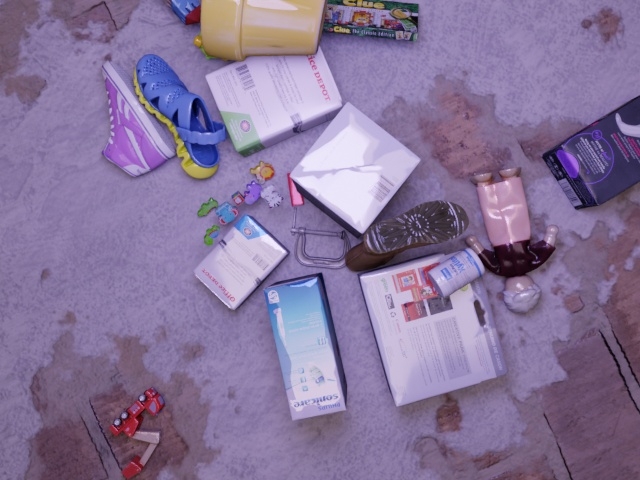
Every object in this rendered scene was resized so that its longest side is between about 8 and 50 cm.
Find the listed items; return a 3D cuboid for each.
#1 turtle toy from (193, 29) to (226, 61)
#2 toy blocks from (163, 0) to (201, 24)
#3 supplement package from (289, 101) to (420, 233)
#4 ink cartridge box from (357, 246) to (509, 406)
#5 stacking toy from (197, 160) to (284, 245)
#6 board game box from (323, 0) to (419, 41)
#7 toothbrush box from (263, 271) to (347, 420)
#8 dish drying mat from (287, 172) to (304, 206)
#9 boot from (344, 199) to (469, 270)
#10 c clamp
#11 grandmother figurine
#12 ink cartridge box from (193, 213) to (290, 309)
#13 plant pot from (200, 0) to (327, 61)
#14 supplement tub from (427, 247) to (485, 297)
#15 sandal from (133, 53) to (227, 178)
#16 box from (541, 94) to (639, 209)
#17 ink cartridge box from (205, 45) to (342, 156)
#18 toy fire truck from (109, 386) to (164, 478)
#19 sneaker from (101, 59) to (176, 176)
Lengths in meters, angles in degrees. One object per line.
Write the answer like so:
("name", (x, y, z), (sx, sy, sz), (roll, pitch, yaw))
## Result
("turtle toy", (-0.252, -0.501, 1.491), (0.095, 0.066, 0.130), (25, 89, -22))
("toy blocks", (-0.284, -0.693, 1.436), (0.381, 0.191, 0.261), (-44, 95, -15))
("supplement package", (0.073, -0.143, 1.372), (0.198, 0.263, 0.199), (39, 89, 2))
("ink cartridge box", (0.258, 0.193, 1.432), (0.271, 0.130, 0.310), (-15, 89, 1))
("stacking toy", (-0.192, -0.086, 1.444), (0.221, 0.167, 0.052), (-35, 120, 5))
("board game box", (0.102, -0.533, 1.455), (0.259, 0.030, 0.136), (6, 47, 3))
("toothbrush box", (-0.028, 0.233, 1.403), (0.126, 0.216, 0.296), (-12, 88, 3))
("dish drying mat", (-0.062, -0.127, 1.510), (0.032, 0.008, 0.083), (-9, 90, 2))
("boot", (0.181, -0.004, 1.371), (0.236, 0.269, 0.089), (-11, 80, -6))
("c clamp", (0.000, 0.000, 1.498), (0.160, 0.022, 0.137), (11, 91, 3))
("grandmother figurine", (0.456, 0.004, 1.444), (0.207, 0.104, 0.342), (-9, 92, 30))
("ink cartridge box", (-0.189, 0.051, 1.478), (0.139, 0.082, 0.191), (43, 93, 3))
("plant pot", (-0.109, -0.502, 1.309), (0.239, 0.254, 0.254), (11, 90, -2))
("supplement tub", (0.297, 0.070, 1.335), (0.107, 0.071, 0.071), (-31, 88, -3))
("sandal", (-0.319, -0.310, 1.447), (0.126, 0.138, 0.317), (-38, 95, -42))
("box", (0.684, -0.210, 1.404), (0.270, 0.143, 0.165), (-31, 88, 2))
("ink cartridge box", (-0.105, -0.347, 1.459), (0.272, 0.115, 0.198), (-23, 89, 2))
("toy fire truck", (-0.442, 0.472, 1.507), (0.192, 0.047, 0.135), (-44, 88, 1))
("sneaker", (-0.492, -0.289, 1.489), (0.161, 0.102, 0.282), (-31, 86, 8))
